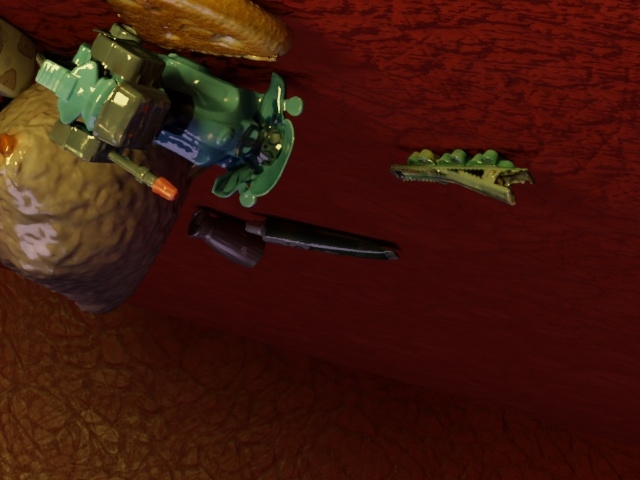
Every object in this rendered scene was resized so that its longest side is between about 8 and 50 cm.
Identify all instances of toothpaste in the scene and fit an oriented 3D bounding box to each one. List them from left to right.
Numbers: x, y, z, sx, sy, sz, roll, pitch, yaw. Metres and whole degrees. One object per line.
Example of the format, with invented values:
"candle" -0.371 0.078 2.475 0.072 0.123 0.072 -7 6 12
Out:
"toothpaste" 0.000 0.000 2.171 0.204 0.031 0.049 11 171 15

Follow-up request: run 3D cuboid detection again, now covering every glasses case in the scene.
"glasses case" -0.320 -0.183 1.573 0.041 0.063 0.164 9 168 31

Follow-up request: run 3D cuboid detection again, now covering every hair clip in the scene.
"hair clip" 0.135 -0.061 1.589 0.049 0.049 0.173 24 172 -40

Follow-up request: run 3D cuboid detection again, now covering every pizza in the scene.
"pizza" -0.107 -0.180 1.319 0.178 0.041 0.131 18 167 -11

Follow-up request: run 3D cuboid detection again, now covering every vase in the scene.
"vase" -0.126 -0.005 2.277 0.100 0.053 0.053 26 166 -28

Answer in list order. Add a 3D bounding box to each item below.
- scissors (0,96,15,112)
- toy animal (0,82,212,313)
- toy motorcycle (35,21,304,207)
"scissors" -0.416 -0.093 1.732 0.180 0.032 0.393 16 -157 21
"toy animal" -0.228 -0.064 1.631 0.188 0.226 0.358 27 173 10
"toy motorcycle" -0.122 -0.109 1.459 0.182 0.123 0.272 35 -164 25
